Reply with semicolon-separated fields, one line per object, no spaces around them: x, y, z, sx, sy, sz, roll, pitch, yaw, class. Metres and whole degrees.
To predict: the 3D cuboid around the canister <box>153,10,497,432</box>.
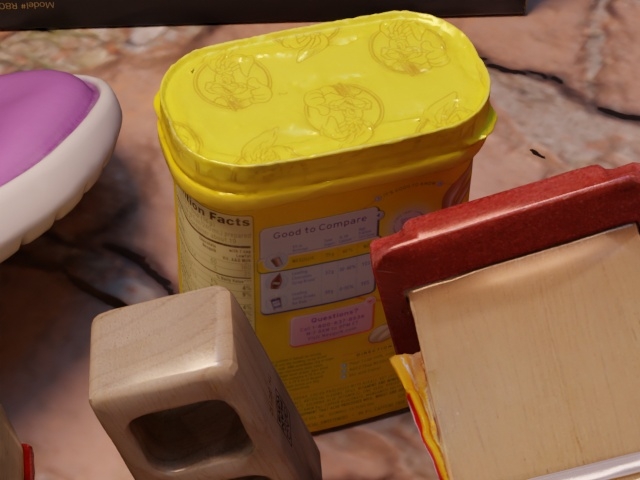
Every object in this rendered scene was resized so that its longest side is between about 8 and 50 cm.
0.000;0.000;0.759;0.126;0.170;0.073;-12;47;-13;canister

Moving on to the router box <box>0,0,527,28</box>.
-0.041;-0.225;0.927;0.309;0.243;0.081;-3;46;-3;router box

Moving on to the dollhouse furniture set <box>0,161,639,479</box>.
-0.020;0.131;0.678;0.374;0.152;0.201;-16;47;7;dollhouse furniture set

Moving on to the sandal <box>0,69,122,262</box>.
-0.217;-0.014;0.727;0.169;0.102;0.416;-4;21;30;sandal
